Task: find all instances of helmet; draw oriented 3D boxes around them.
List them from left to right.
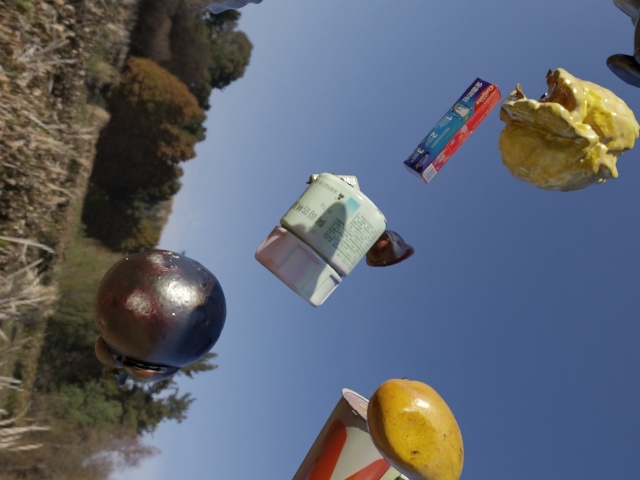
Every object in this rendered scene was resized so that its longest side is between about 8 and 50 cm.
[{"bbox_3d":[0.123,0.006,0.989,0.111,0.089,0.057,6,-59,63],"label":"helmet"}]

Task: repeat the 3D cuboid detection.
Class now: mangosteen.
[{"bbox_3d":[-0.273,0.137,0.844,0.250,0.211,0.211,-57,-153,12],"label":"mangosteen"}]

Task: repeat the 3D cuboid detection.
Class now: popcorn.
[{"bbox_3d":[0.426,-0.182,0.912,0.190,0.253,0.191,-57,-175,38],"label":"popcorn"}]

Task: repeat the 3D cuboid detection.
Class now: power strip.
[{"bbox_3d":[0.036,-0.144,1.423,0.028,0.168,0.076,-35,-116,53],"label":"power strip"}]

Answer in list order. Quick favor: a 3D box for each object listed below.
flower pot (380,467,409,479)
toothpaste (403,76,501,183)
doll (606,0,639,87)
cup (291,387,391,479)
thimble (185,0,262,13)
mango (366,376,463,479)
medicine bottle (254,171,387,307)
[{"bbox_3d":[0.168,0.650,1.296,0.164,0.254,0.367,11,-136,34],"label":"flower pot"},{"bbox_3d":[0.370,-0.308,1.454,0.320,0.066,0.076,-48,-127,2],"label":"toothpaste"},{"bbox_3d":[0.331,-0.273,0.426,0.195,0.153,0.259,-32,-148,62],"label":"doll"},{"bbox_3d":[0.046,0.508,1.155,0.289,0.203,0.203,-53,-156,0],"label":"cup"},{"bbox_3d":[-0.167,-0.536,0.931,0.217,0.245,0.157,52,-10,31],"label":"thimble"},{"bbox_3d":[0.134,0.261,0.702,0.115,0.165,0.089,-49,180,-13],"label":"mango"},{"bbox_3d":[0.000,0.000,0.768,0.169,0.135,0.135,-51,-157,-6],"label":"medicine bottle"}]
